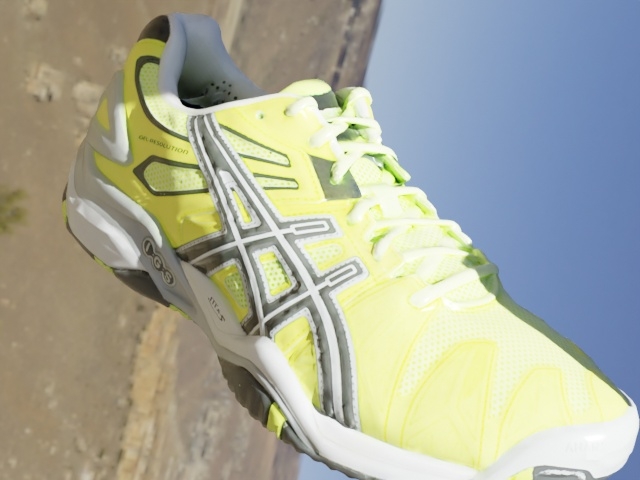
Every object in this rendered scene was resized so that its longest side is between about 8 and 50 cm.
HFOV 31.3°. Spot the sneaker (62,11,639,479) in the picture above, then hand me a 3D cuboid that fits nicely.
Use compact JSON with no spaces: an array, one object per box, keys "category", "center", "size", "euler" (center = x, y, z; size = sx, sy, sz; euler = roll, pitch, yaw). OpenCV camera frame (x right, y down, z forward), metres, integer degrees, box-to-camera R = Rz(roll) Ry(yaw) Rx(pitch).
[{"category":"sneaker","center":[0.000,0.000,0.616],"size":[0.145,0.385,0.147],"euler":[-17,131,-51]}]
